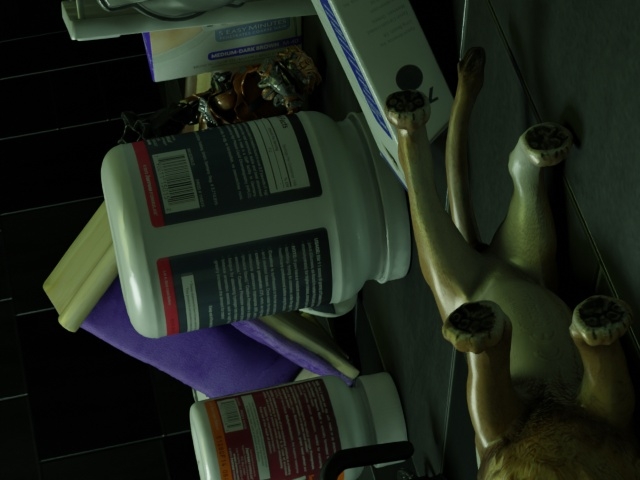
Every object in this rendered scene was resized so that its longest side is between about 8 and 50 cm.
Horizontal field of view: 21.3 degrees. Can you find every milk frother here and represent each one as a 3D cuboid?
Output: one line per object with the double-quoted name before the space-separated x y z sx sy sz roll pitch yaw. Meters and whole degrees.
"milk frother" 0.058 0.278 1.685 0.143 0.134 0.129 91 166 -56

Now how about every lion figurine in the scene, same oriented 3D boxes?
"lion figurine" 0.127 0.075 1.078 0.392 0.142 0.240 -89 -11 -48

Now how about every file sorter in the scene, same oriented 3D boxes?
"file sorter" -0.113 -0.300 1.633 0.193 0.277 0.173 -128 33 -72

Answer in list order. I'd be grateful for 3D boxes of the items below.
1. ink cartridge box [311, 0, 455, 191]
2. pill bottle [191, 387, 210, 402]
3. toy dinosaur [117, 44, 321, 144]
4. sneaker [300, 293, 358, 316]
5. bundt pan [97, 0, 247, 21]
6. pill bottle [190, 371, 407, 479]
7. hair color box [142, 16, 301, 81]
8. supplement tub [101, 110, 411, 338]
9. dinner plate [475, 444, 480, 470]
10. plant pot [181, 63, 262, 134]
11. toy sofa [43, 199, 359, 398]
"ink cartridge box" 0.027 -0.194 1.351 0.333 0.065 0.165 65 178 -25
"pill bottle" -0.093 0.238 2.500 0.176 0.176 0.318 88 168 -45
"toy dinosaur" -0.109 -0.119 2.001 0.164 0.218 0.322 40 148 13
"sneaker" 0.000 0.000 1.865 0.153 0.094 0.235 -2 132 47
"bundt pan" -0.100 -0.343 1.420 0.124 0.330 0.331 21 123 60
"pill bottle" -0.024 0.213 1.848 0.121 0.221 0.121 169 90 -81
"hair color box" -0.120 -0.339 1.919 0.339 0.185 0.110 89 167 -52
"supplement tub" -0.065 -0.020 1.650 0.191 0.272 0.191 169 90 -82
"dinner plate" 0.147 0.195 1.393 0.141 0.017 0.141 170 90 -83
"plant pot" -0.108 -0.168 2.183 0.167 0.167 0.165 -123 31 -69
"toy sofa" -0.138 0.110 2.043 0.362 0.150 0.177 33 -172 -34
